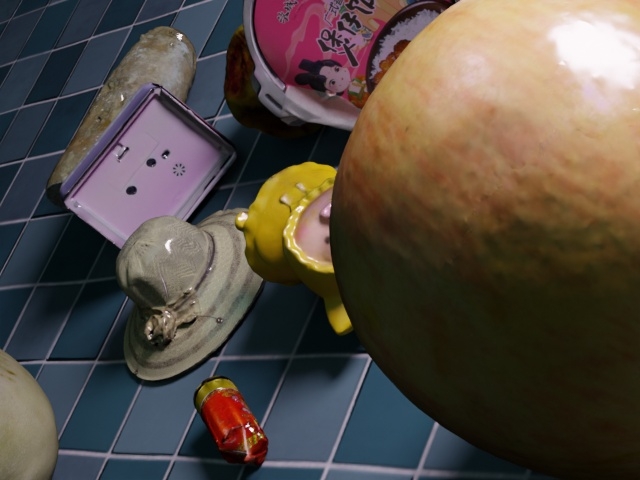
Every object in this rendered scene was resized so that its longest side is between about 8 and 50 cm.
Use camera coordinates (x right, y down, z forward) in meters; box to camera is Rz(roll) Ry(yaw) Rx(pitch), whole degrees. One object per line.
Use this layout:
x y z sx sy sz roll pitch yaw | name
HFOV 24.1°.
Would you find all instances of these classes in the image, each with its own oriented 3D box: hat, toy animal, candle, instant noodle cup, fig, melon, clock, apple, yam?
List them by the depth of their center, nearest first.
0.204 -0.007 1.073 0.391 0.391 0.346 -48 54 5 | apple
-0.090 0.191 1.541 0.052 0.052 0.130 -48 33 4 | candle
0.004 -0.004 1.552 0.156 0.156 0.230 -54 42 -5 | toy animal
0.057 -0.275 1.679 0.302 0.258 0.181 -25 26 31 | instant noodle cup
-0.436 0.234 1.736 0.308 0.272 0.271 24 76 49 | melon
-0.179 0.033 1.757 0.252 0.110 0.252 -33 36 28 | hat
-0.042 -0.201 1.824 0.144 0.154 0.165 -51 -3 27 | fig
-0.217 -0.085 1.890 0.193 0.145 0.073 -51 20 -2 | clock
-0.257 -0.164 2.047 0.133 0.133 0.330 -17 40 41 | yam
